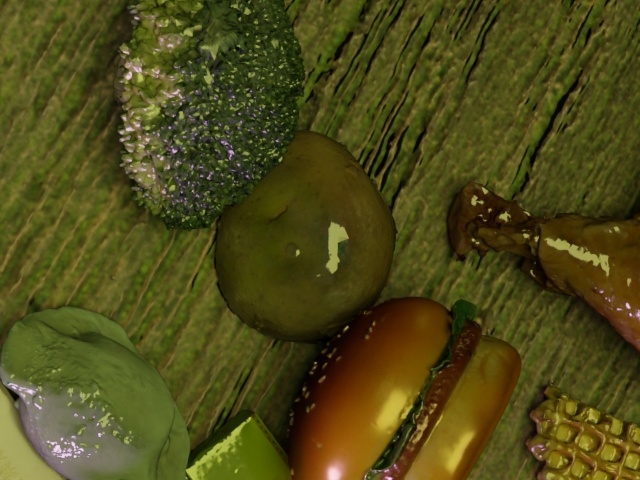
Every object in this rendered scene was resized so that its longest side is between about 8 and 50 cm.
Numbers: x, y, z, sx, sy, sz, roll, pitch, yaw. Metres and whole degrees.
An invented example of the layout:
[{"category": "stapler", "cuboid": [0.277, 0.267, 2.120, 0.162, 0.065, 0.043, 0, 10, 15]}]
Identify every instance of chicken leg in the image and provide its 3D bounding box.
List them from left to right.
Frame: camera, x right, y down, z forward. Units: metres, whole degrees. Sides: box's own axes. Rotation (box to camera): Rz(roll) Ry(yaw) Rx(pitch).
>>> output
[{"category": "chicken leg", "cuboid": [0.333, 0.002, 1.585, 0.409, 0.182, 0.295, 18, 76, -2]}]

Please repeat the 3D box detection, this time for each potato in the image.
[{"category": "potato", "cuboid": [0.000, 0.000, 1.476, 0.182, 0.117, 0.202, 20, 86, -15]}]

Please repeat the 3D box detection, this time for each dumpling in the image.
[{"category": "dumpling", "cuboid": [-0.185, 0.140, 1.398, 0.219, 0.108, 0.152, 46, 60, -24]}]

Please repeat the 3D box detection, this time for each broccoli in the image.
[{"category": "broccoli", "cuboid": [-0.102, -0.132, 1.413, 0.176, 0.226, 0.198, 49, 30, 21]}]

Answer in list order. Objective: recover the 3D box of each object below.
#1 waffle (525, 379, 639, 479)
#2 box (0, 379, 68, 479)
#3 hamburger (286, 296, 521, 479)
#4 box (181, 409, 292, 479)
[{"category": "waffle", "cuboid": [0.297, 0.215, 1.615, 0.161, 0.046, 0.192, -35, 101, -13]}, {"category": "box", "cuboid": [-0.404, 0.266, 1.374, 0.365, 0.051, 0.204, -35, 102, -15]}, {"category": "hamburger", "cuboid": [0.064, 0.157, 1.445, 0.170, 0.246, 0.246, 29, 82, 0]}, {"category": "box", "cuboid": [-0.141, 0.332, 1.469, 0.335, 0.047, 0.187, -38, 102, -15]}]
